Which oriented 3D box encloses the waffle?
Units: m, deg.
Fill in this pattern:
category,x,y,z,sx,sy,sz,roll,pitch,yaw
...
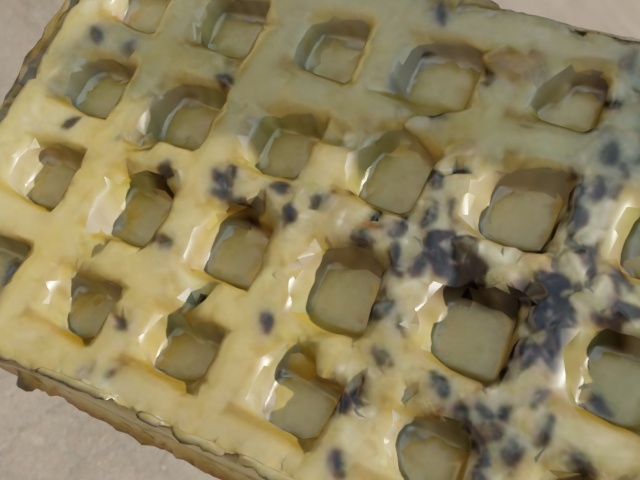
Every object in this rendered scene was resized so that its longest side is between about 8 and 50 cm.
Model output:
category,x,y,z,sx,sy,sz,roll,pitch,yaw
waffle,0.000,0.000,0.424,0.376,0.260,0.114,21,-18,23
